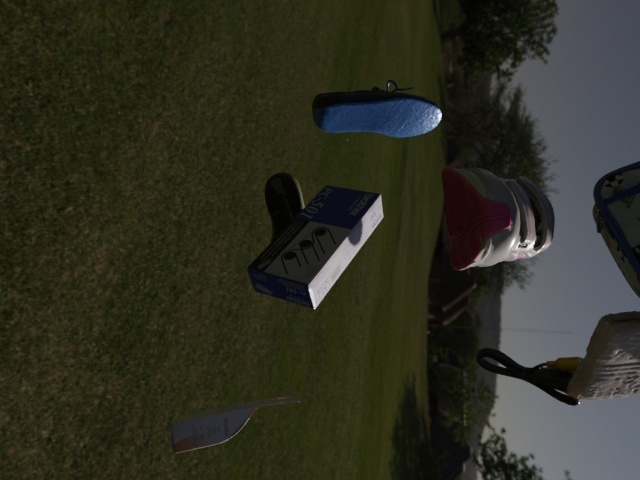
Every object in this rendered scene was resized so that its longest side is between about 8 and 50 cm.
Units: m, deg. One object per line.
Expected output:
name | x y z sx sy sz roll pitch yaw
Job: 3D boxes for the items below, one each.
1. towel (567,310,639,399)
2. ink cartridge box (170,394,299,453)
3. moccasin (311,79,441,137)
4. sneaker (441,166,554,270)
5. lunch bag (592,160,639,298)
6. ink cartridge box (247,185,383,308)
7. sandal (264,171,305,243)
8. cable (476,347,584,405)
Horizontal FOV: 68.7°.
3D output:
towel | 0.565 0.181 0.768 0.049 0.282 0.187 -98 -174 -55
ink cartridge box | -0.123 0.273 0.711 0.145 0.179 0.045 116 -32 -74
moccasin | 0.147 -0.354 1.215 0.137 0.342 0.116 108 -23 -45
sneaker | 0.189 -0.027 0.493 0.252 0.111 0.103 -11 95 -74
lunch bag | 0.583 -0.045 0.705 0.115 0.303 0.243 40 34 -55
ink cartridge box | 0.000 0.000 0.651 0.207 0.097 0.046 -49 140 -40
sandal | -0.079 -0.037 1.247 0.086 0.120 0.302 -82 171 -68
cable | 0.563 0.344 1.224 0.072 0.287 0.139 -44 126 -40
